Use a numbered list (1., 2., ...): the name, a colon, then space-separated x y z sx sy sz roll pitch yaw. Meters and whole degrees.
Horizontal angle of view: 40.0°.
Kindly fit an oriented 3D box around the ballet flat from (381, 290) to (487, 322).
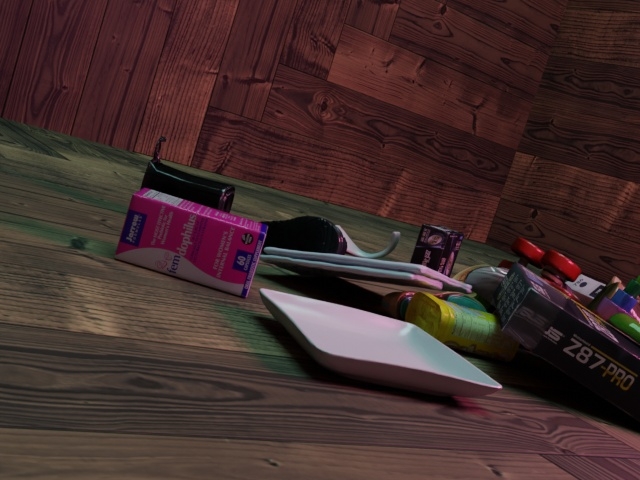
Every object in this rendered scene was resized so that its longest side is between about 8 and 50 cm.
1. ballet flat: 0.215 0.128 1.659 0.232 0.080 0.073 14 -3 -33

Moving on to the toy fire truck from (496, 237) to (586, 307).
1. toy fire truck: 0.586 0.141 2.250 0.254 0.169 0.302 35 -1 -28

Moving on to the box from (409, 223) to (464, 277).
1. box: 0.302 0.038 2.305 0.077 0.148 0.180 20 6 21

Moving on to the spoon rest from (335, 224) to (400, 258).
1. spoon rest: 0.074 0.002 2.384 0.276 0.084 0.137 6 1 18

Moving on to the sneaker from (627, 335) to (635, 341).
1. sneaker: 0.723 0.256 1.924 0.130 0.109 0.286 7 1 -7

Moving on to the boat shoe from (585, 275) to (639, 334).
1. boat shoe: 0.669 0.162 1.961 0.123 0.123 0.342 42 6 12

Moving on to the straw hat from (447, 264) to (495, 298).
1. straw hat: 0.385 0.124 2.167 0.061 0.144 0.144 61 -12 -22

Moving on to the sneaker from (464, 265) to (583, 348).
1. sneaker: 0.404 0.146 1.773 0.262 0.121 0.099 24 -17 10

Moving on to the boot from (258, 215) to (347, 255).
1. boot: 0.000 0.000 1.940 0.246 0.094 0.207 2 -2 39

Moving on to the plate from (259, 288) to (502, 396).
1. plate: 0.069 0.149 1.230 0.277 0.045 0.277 15 8 -23

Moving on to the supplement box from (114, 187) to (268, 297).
1. supplement box: -0.206 0.001 1.426 0.219 0.111 0.114 17 7 -4

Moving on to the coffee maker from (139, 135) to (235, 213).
1. coffee maker: -0.276 -0.101 1.832 0.178 0.171 0.120 16 33 6

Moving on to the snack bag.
1. snack bag: 0.096 0.066 1.705 0.322 0.037 0.342 6 -6 26

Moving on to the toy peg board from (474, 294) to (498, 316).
1. toy peg board: 0.396 0.164 1.923 0.160 0.079 0.161 34 8 0

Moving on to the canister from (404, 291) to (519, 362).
1. canister: 0.251 0.154 1.548 0.169 0.073 0.126 17 8 -22

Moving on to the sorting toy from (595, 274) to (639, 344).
1. sorting toy: 0.596 0.138 1.520 0.127 0.126 0.365 33 9 -11

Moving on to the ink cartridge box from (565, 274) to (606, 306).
1. ink cartridge box: 0.737 0.187 2.248 0.165 0.065 0.332 55 -10 -24

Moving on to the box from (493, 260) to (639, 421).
1. box: 0.458 0.177 1.529 0.318 0.097 0.395 32 9 6
